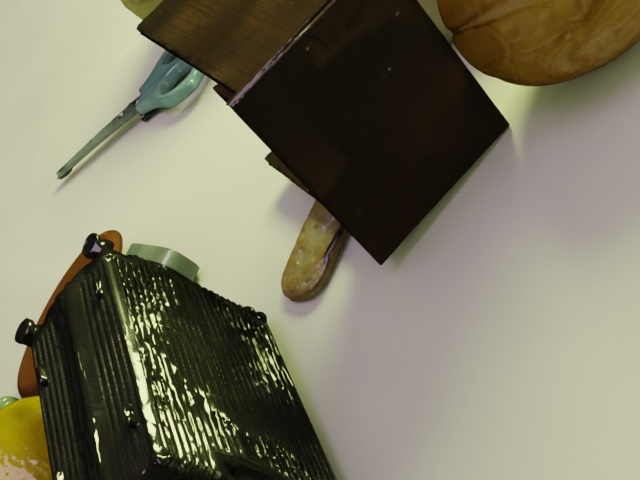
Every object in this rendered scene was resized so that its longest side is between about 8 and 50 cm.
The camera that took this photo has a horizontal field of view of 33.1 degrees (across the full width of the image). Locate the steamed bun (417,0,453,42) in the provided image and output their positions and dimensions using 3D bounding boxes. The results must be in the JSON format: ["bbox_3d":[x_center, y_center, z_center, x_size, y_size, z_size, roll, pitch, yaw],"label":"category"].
[{"bbox_3d":[0.110,-0.334,1.223,0.232,0.145,0.232,-29,42,29],"label":"steamed bun"}]

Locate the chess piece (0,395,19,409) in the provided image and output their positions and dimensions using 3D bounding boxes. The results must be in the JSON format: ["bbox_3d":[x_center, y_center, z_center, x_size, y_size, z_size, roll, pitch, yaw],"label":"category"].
[{"bbox_3d":[-0.384,0.227,1.386,0.093,0.042,0.042,5,63,44],"label":"chess piece"}]

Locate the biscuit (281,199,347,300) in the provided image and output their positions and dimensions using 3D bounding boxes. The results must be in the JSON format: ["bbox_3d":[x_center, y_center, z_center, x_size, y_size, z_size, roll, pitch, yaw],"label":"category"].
[{"bbox_3d":[0.000,0.000,1.167,0.071,0.018,0.147,1,63,51],"label":"biscuit"}]

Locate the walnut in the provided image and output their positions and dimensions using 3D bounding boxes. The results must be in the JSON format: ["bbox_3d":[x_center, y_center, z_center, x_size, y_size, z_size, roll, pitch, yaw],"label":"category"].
[{"bbox_3d":[0.216,-0.248,0.991,0.225,0.193,0.193,-37,38,20],"label":"walnut"}]

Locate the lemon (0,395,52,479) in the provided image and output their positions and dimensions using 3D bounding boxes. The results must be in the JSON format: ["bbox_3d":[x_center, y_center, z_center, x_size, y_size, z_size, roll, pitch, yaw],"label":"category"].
[{"bbox_3d":[-0.280,0.270,1.090,0.204,0.204,0.260,-25,44,33],"label":"lemon"}]

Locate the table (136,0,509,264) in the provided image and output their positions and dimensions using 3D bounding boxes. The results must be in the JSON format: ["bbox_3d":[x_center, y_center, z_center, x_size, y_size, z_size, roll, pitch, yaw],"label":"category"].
[{"bbox_3d":[-0.008,-0.166,1.102,0.196,0.250,0.282,-48,37,-2],"label":"table"}]

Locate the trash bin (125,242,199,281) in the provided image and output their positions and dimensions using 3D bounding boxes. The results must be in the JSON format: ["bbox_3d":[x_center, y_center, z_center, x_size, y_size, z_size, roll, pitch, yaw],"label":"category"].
[{"bbox_3d":[-0.219,0.073,1.315,0.116,0.059,0.130,6,65,53],"label":"trash bin"}]

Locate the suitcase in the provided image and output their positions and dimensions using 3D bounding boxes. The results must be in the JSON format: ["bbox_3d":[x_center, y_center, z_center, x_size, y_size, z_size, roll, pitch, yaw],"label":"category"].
[{"bbox_3d":[-0.131,0.171,0.986,0.152,0.229,0.335,-50,35,16],"label":"suitcase"}]

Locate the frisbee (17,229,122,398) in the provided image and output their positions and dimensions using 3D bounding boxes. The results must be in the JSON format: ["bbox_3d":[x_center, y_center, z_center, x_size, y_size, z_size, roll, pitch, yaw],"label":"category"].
[{"bbox_3d":[-0.329,0.095,1.405,0.251,0.021,0.251,-47,24,28],"label":"frisbee"}]

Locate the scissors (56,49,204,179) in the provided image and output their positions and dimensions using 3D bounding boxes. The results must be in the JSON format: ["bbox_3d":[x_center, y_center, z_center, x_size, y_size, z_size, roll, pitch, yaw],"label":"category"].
[{"bbox_3d":[-0.287,-0.200,1.658,0.360,0.029,0.191,-39,33,22],"label":"scissors"}]

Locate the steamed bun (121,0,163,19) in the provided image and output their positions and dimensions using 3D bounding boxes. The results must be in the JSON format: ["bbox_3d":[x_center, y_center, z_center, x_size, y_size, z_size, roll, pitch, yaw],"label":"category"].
[{"bbox_3d":[-0.176,-0.419,1.604,0.232,0.166,0.273,-39,16,27],"label":"steamed bun"}]
